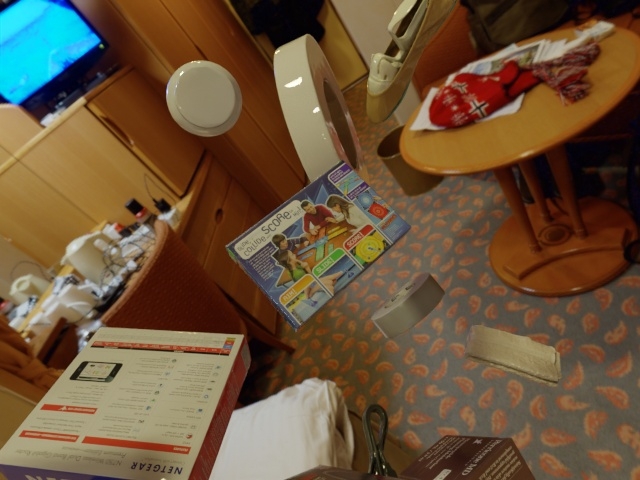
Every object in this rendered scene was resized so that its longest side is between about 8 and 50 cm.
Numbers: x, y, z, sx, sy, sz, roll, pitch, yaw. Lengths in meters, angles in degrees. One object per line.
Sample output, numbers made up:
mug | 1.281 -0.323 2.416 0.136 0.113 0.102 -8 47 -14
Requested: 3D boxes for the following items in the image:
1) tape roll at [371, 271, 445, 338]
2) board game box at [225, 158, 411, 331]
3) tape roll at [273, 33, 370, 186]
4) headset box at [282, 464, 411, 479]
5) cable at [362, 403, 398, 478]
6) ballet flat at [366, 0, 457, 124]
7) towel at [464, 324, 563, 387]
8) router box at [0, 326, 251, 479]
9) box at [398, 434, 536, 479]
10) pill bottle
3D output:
tape roll | 0.255 0.189 1.176 0.219 0.072 0.219 -40 -4 -3
board game box | 0.000 0.000 0.521 0.201 0.136 0.035 -39 -12 -18
tape roll | 0.018 -0.239 0.875 0.072 0.391 0.391 -18 36 16
headset box | 0.070 0.433 0.614 0.294 0.218 0.110 -1 68 19
cable | 0.133 0.537 0.944 0.140 0.072 0.287 0 39 -18
ballet flat | 0.120 -0.299 0.628 0.232 0.073 0.080 -60 41 24
towel | 0.620 0.364 1.297 0.283 0.049 0.187 13 22 23
router box | -0.337 0.305 0.750 0.336 0.082 0.301 2 34 9
box | 0.305 0.514 0.803 0.169 0.166 0.203 -21 -13 -30
pill bottle | -0.279 -0.336 0.968 0.169 0.169 0.301 -40 22 -2
